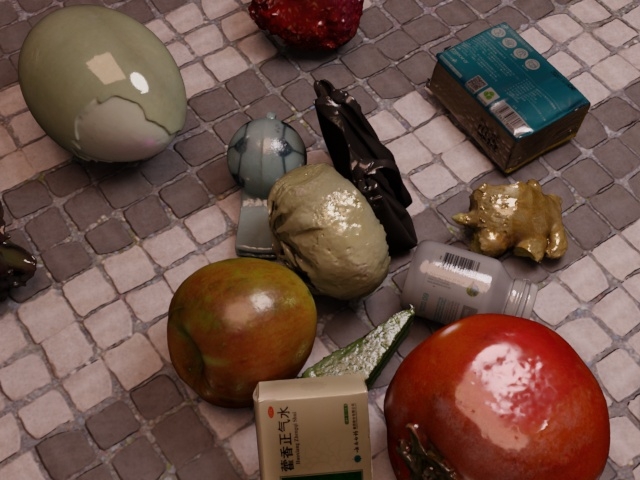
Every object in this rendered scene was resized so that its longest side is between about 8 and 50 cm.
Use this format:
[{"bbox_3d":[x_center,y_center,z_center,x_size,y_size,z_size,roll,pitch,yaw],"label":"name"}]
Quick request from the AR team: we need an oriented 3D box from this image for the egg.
[{"bbox_3d":[-0.402,-0.283,1.688,0.278,0.278,0.336,-36,61,-21],"label":"egg"}]

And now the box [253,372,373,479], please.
[{"bbox_3d":[-0.009,0.318,1.343,0.168,0.095,0.212,-5,100,-1],"label":"box"}]

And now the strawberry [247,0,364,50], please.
[{"bbox_3d":[-0.014,-0.510,1.885,0.274,0.220,0.274,-27,32,18],"label":"strawberry"}]

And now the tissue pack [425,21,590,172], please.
[{"bbox_3d":[0.368,-0.285,1.775,0.192,0.134,0.271,-26,61,-17],"label":"tissue pack"}]

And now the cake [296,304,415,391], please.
[{"bbox_3d":[0.084,0.213,1.473,0.235,0.100,0.099,-31,64,-18],"label":"cake"}]

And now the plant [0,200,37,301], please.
[{"bbox_3d":[-0.616,0.025,1.542,0.234,0.204,0.178,-24,69,-3],"label":"plant"}]

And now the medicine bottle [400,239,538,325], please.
[{"bbox_3d":[0.256,0.088,1.533,0.215,0.135,0.135,18,59,11],"label":"medicine bottle"}]

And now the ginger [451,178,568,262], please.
[{"bbox_3d":[0.344,-0.037,1.636,0.216,0.102,0.157,2,84,-5],"label":"ginger"}]

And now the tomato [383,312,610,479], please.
[{"bbox_3d":[0.258,0.277,1.334,0.290,0.293,0.325,-24,54,-31],"label":"tomato"}]

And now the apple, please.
[{"bbox_3d":[-0.122,0.146,1.465,0.226,0.246,0.246,-22,58,-31],"label":"apple"}]

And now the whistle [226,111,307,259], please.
[{"bbox_3d":[-0.102,-0.124,1.658,0.163,0.163,0.290,2,57,1],"label":"whistle"}]

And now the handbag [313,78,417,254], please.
[{"bbox_3d":[0.078,-0.134,1.609,0.113,0.257,0.285,-23,60,7],"label":"handbag"}]

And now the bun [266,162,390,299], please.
[{"bbox_3d":[0.000,0.000,1.520,0.152,0.259,0.259,-31,62,-19],"label":"bun"}]
